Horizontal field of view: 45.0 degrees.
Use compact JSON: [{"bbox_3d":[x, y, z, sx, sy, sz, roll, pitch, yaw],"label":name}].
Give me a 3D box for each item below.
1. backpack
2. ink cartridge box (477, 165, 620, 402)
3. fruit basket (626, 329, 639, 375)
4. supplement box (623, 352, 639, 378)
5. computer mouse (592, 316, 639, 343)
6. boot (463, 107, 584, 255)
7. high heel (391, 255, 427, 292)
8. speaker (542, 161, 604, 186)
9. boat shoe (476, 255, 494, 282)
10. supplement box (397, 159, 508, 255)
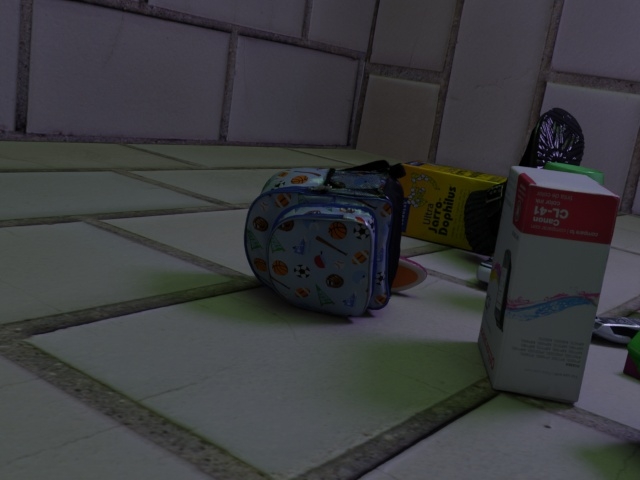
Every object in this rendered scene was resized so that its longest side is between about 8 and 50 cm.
[{"bbox_3d":[0.000,0.000,1.343,0.263,0.276,0.213,10,25,16],"label":"backpack"},{"bbox_3d":[0.333,0.055,1.161,0.131,0.306,0.226,10,12,4],"label":"ink cartridge box"},{"bbox_3d":[0.616,0.154,0.891,0.392,0.283,0.392,-28,19,10],"label":"fruit basket"},{"bbox_3d":[0.545,0.202,1.268,0.083,0.043,0.055,-1,16,-42],"label":"supplement box"},{"bbox_3d":[0.521,0.167,1.421,0.193,0.042,0.106,3,8,-2],"label":"computer mouse"},{"bbox_3d":[0.484,-0.142,1.881,0.131,0.348,0.260,31,-26,-16],"label":"boot"},{"bbox_3d":[0.094,0.046,1.552,0.244,0.082,0.117,-1,20,13],"label":"high heel"},{"bbox_3d":[0.463,0.003,1.509,0.131,0.296,0.131,9,12,-2],"label":"speaker"},{"bbox_3d":[0.475,0.042,1.755,0.335,0.119,0.121,-2,17,-43],"label":"boat shoe"},{"bbox_3d":[0.393,-0.089,2.105,0.356,0.195,0.194,13,13,19],"label":"supplement box"}]
